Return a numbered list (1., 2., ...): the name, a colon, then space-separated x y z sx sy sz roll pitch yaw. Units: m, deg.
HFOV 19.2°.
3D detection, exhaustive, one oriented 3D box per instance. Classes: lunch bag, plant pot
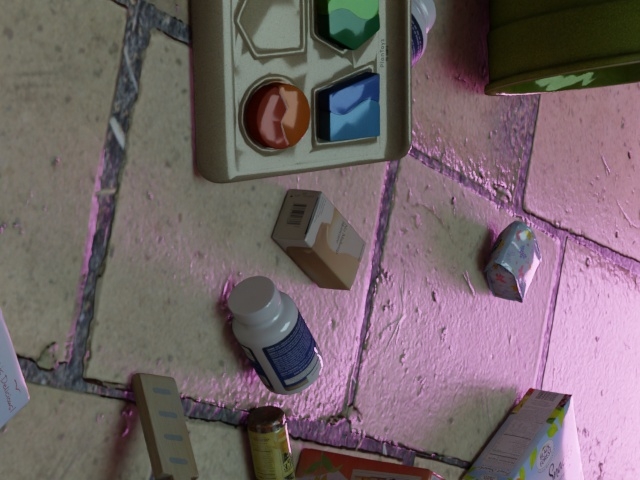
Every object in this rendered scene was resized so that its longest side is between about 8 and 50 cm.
1. lunch bag: 0.234 0.023 2.327 0.071 0.053 0.083 -64 154 -27
2. plant pot: 0.352 -0.368 2.204 0.366 0.366 0.353 -7 91 -59

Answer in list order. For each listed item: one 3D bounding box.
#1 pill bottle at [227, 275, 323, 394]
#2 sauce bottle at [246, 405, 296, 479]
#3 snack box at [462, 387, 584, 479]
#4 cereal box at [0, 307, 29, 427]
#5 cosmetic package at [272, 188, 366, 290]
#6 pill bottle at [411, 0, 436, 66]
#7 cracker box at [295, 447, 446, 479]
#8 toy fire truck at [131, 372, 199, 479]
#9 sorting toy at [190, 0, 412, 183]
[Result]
1. pill bottle: -0.046 0.091 1.848 0.067 0.067 0.120 -62 144 -32
2. sauce bottle: -0.046 0.229 1.901 0.042 0.042 0.128 -42 131 -49
3. snack box: 0.262 0.317 2.411 0.207 0.070 0.174 -46 133 -48
4. cereal box: -0.321 0.113 1.406 0.240 0.047 0.173 -46 133 -47
5. cosmetic package: 0.000 0.000 1.935 0.115 0.041 0.060 46 56 -52
6. pill bottle: 0.052 -0.198 1.934 0.169 0.094 0.094 -51 136 -42
7. cracker box: 0.030 0.340 1.937 0.067 0.156 0.232 40 62 -54
8. toy fire truck: -0.110 0.260 1.722 0.217 0.158 0.246 9 98 -59
9. sorting toy: -0.011 -0.214 1.776 0.229 0.041 0.307 -8 104 -30
